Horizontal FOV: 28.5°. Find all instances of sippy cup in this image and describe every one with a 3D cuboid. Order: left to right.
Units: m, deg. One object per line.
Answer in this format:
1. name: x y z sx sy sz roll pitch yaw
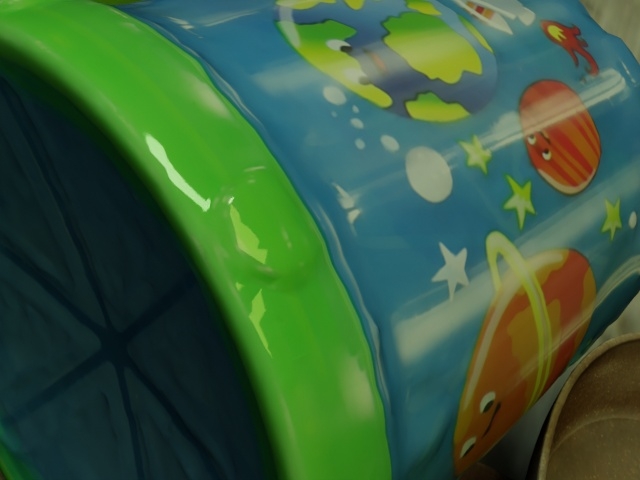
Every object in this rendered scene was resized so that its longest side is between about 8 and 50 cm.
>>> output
1. sippy cup: 0.000 0.000 0.464 0.224 0.240 0.305 -27 91 -35

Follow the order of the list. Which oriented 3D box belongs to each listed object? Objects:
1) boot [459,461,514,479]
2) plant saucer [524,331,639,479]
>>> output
1. boot: 0.093 0.210 0.526 0.248 0.090 0.206 29 59 -22
2. plant saucer: 0.185 0.191 0.555 0.311 0.050 0.310 27 46 -31
